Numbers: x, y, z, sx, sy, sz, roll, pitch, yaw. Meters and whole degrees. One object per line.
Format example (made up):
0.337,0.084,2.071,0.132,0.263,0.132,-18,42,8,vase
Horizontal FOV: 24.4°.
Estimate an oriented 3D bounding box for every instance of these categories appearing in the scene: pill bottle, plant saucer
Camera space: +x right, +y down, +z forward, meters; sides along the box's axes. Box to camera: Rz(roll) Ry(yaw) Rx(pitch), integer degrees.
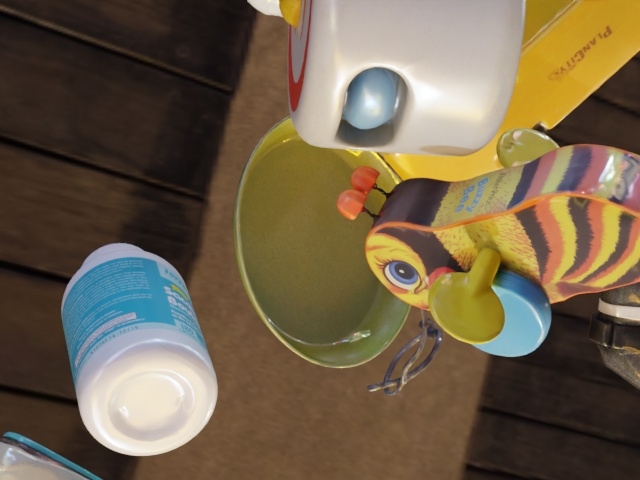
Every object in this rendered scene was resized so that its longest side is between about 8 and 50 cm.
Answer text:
-0.206,0.105,1.624,0.146,0.264,0.146,-8,121,-13,pill bottle
0.000,0.000,1.380,0.241,0.037,0.241,11,74,-44,plant saucer

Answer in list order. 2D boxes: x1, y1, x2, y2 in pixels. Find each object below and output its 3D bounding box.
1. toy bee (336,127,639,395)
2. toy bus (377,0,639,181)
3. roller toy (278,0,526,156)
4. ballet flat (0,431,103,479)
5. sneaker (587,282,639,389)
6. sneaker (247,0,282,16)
0.095,0.007,1.009,0.162,0.298,0.195,43,25,-17,toy bee
0.185,-0.176,1.324,0.333,0.130,0.108,-42,135,4,toy bus
0.046,-0.156,0.975,0.146,0.191,0.209,3,105,-7,roller toy
-0.131,0.216,1.022,0.248,0.086,0.086,26,78,-10,ballet flat
0.318,0.081,1.171,0.217,0.079,0.121,16,104,0,sneaker
0.052,-0.255,1.380,0.290,0.123,0.106,-31,154,-49,sneaker
